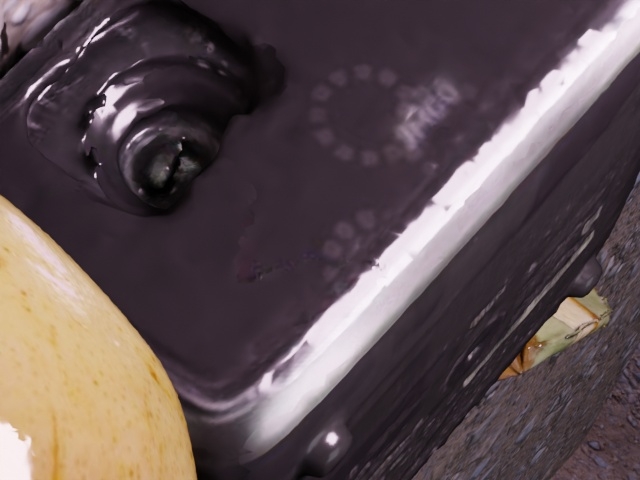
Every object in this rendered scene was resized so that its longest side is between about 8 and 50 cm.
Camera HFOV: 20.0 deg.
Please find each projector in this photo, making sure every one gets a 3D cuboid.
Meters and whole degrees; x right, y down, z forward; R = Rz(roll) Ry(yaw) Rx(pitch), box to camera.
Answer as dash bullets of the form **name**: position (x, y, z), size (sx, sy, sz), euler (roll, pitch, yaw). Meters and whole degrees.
- **projector**: position (0.000, 0.000, 1.023), size (0.395, 0.242, 0.405), euler (-48, 164, -21)

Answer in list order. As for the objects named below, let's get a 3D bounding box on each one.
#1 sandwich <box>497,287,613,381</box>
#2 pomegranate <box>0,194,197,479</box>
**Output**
- **sandwich**: position (0.067, 0.072, 1.374), size (0.155, 0.227, 0.198), euler (-23, 146, -59)
- **pomegranate**: position (-0.194, 0.114, 0.664), size (0.319, 0.319, 0.319), euler (-47, 163, -20)
